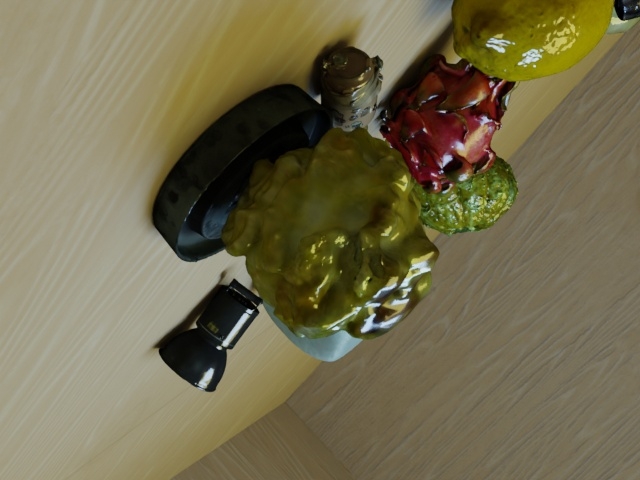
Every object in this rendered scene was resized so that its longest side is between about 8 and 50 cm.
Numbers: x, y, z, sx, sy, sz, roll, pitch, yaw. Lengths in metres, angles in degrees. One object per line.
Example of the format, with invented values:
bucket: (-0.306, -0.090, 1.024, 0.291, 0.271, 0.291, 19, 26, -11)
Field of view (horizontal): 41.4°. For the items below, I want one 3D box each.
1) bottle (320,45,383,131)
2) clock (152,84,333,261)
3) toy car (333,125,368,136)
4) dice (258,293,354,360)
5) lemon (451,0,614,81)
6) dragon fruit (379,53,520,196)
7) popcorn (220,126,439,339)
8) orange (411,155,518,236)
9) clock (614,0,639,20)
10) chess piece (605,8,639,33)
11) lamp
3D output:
bottle: (0.047, -0.238, 1.292, 0.099, 0.099, 0.152, -41, 164, -15)
clock: (-0.115, -0.100, 1.285, 0.319, 0.066, 0.319, -41, 168, -11)
toy car: (0.000, -0.110, 1.481, 0.257, 0.124, 0.101, -44, 169, 4)
dice: (0.032, 0.092, 1.924, 0.262, 0.264, 0.268, -37, 165, -31)
lemon: (0.351, -0.390, 1.421, 0.320, 0.245, 0.245, -31, 162, -35)
dragon fruit: (0.256, -0.241, 1.654, 0.243, 0.227, 0.307, -44, 166, -25)
popcorn: (0.025, -0.018, 1.206, 0.312, 0.312, 0.312, -42, 167, -12)
orange: (0.378, -0.125, 2.246, 0.300, 0.223, 0.301, 1, 175, -36)
clock: (0.502, -0.546, 1.398, 0.120, 0.276, 0.379, -12, 172, 12)
chess piece: (0.624, -0.618, 1.606, 0.234, 0.234, 0.442, -38, 167, -26)
lamp: (-0.213, 0.185, 1.786, 0.227, 0.147, 0.172, -53, 180, 2)
